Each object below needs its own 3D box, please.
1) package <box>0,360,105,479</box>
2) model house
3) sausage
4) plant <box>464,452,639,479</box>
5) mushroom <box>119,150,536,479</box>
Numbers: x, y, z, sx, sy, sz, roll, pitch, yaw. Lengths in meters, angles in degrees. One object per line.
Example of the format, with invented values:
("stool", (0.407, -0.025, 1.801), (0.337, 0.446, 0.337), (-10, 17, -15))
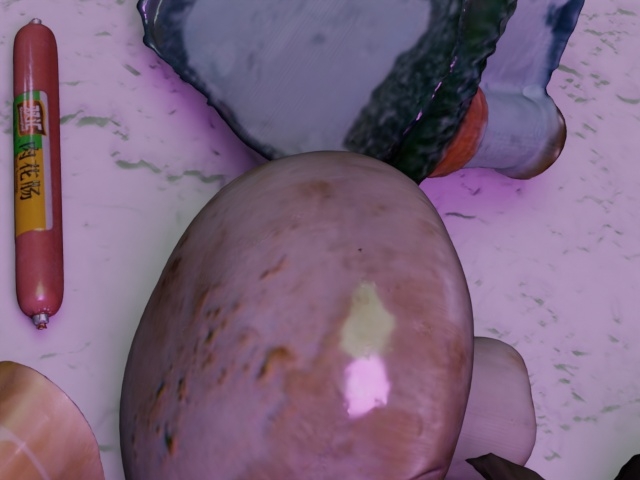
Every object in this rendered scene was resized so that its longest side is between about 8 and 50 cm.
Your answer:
("package", (-0.209, 0.237, 0.919), (0.165, 0.221, 0.311), (41, 60, -10))
("model house", (0.072, -0.142, 1.209), (0.291, 0.184, 0.253), (0, 27, -46))
("sausage", (-0.172, -0.045, 1.167), (0.029, 0.029, 0.223), (0, 60, -10))
("plant", (0.198, 0.202, 0.986), (0.312, 0.213, 0.215), (-4, 64, -8))
("mushroom", (0.018, 0.081, 1.025), (0.243, 0.243, 0.244), (5, 59, -8))
